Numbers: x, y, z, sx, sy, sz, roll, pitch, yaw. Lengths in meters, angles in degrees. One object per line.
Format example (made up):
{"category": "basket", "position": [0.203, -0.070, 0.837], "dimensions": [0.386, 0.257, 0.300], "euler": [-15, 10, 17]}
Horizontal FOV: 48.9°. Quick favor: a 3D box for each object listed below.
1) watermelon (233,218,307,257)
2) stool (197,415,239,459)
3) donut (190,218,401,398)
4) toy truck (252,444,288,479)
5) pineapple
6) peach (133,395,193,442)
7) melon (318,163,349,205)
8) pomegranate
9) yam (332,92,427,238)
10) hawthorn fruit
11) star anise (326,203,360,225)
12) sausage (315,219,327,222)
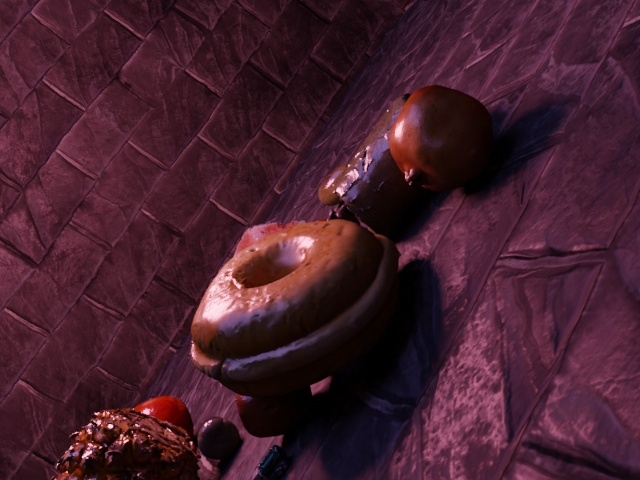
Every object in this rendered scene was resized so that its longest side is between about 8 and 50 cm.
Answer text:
{"category": "watermelon", "position": [-0.165, 0.053, 2.229], "dimensions": [0.213, 0.201, 0.261], "euler": [-55, 12, 39]}
{"category": "stool", "position": [-0.242, 0.458, 1.646], "dimensions": [0.096, 0.096, 0.110], "euler": [-57, 8, -14]}
{"category": "donut", "position": [-0.042, 0.115, 1.321], "dimensions": [0.449, 0.198, 0.449], "euler": [-24, 20, 9]}
{"category": "toy truck", "position": [-0.093, 0.418, 1.290], "dimensions": [0.083, 0.044, 0.039], "euler": [-54, 9, 2]}
{"category": "pineapple", "position": [-0.437, 0.551, 1.583], "dimensions": [0.300, 0.353, 0.352], "euler": [-63, 12, -1]}
{"category": "peach", "position": [-0.461, 0.552, 1.984], "dimensions": [0.243, 0.200, 0.243], "euler": [-53, -1, -2]}
{"category": "melon", "position": [0.059, -0.180, 2.254], "dimensions": [0.162, 0.099, 0.099], "euler": [-45, 14, 25]}
{"category": "pomegranate", "position": [0.232, -0.198, 1.353], "dimensions": [0.209, 0.209, 0.209], "euler": [-51, 12, 15]}
{"category": "yam", "position": [0.168, -0.165, 1.562], "dimensions": [0.300, 0.195, 0.195], "euler": [-53, 12, 11]}
{"category": "hawthorn fruit", "position": [-0.077, 0.314, 1.368], "dimensions": [0.189, 0.149, 0.149], "euler": [1, 44, 26]}
{"category": "star anise", "position": [0.029, 0.025, 1.777], "dimensions": [0.223, 0.109, 0.235], "euler": [-60, -7, -61]}
{"category": "sausage", "position": [0.000, 0.000, 2.030], "dimensions": [0.083, 0.083, 0.264], "euler": [-49, 11, 23]}
